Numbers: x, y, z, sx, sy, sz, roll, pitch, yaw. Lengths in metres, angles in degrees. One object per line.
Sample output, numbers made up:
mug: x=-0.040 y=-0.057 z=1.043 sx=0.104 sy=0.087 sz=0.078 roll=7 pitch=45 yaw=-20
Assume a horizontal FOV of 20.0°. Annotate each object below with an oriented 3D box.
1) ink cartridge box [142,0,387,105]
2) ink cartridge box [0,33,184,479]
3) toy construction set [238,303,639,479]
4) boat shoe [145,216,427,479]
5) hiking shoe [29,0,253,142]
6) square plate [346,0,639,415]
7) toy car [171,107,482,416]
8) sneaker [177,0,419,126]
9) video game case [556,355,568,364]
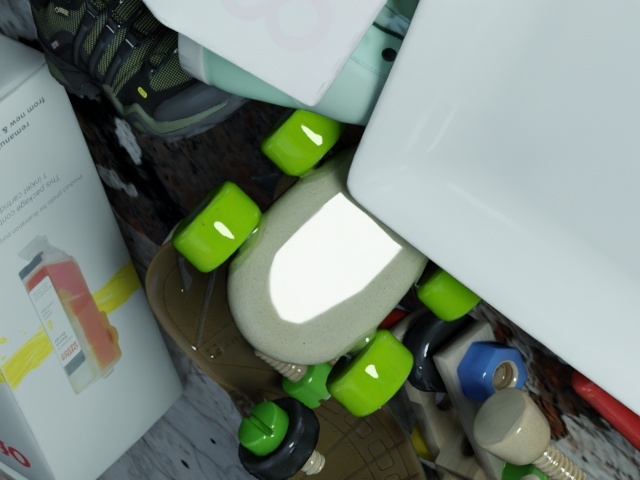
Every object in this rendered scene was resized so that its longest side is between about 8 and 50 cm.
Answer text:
ink cartridge box: x=-0.054 y=-0.195 z=0.849 sx=0.232 sy=0.066 sz=0.189 roll=27 pitch=127 yaw=-11
ink cartridge box: x=-0.302 y=-0.001 z=1.516 sx=0.279 sy=0.160 sz=0.385 roll=25 pitch=146 yaw=37
toy construction set: x=0.113 y=0.188 z=1.143 sx=0.308 sy=0.257 sz=0.237 roll=-20 pitch=132 yaw=39
boat shoe: x=-0.016 y=0.109 z=1.335 sx=0.302 sy=0.109 sz=0.098 roll=53 pitch=-168 yaw=-11
hiking shoe: x=-0.123 y=-0.138 z=1.158 sx=0.227 sy=0.086 sz=0.114 roll=18 pitch=145 yaw=45
square plate: x=0.193 y=-0.028 z=0.850 sx=0.347 sy=0.049 sz=0.344 roll=37 pitch=147 yaw=10
toy car: x=0.000 y=0.000 z=1.122 sx=0.155 sy=0.149 sz=0.188 roll=44 pitch=178 yaw=-10
sneaker: x=0.009 y=-0.170 z=0.938 sx=0.151 sy=0.094 sz=0.256 roll=21 pitch=137 yaw=15
video game case: x=0.158 y=-0.008 z=0.997 sx=0.183 sy=0.023 sz=0.201 roll=3 pitch=128 yaw=54
